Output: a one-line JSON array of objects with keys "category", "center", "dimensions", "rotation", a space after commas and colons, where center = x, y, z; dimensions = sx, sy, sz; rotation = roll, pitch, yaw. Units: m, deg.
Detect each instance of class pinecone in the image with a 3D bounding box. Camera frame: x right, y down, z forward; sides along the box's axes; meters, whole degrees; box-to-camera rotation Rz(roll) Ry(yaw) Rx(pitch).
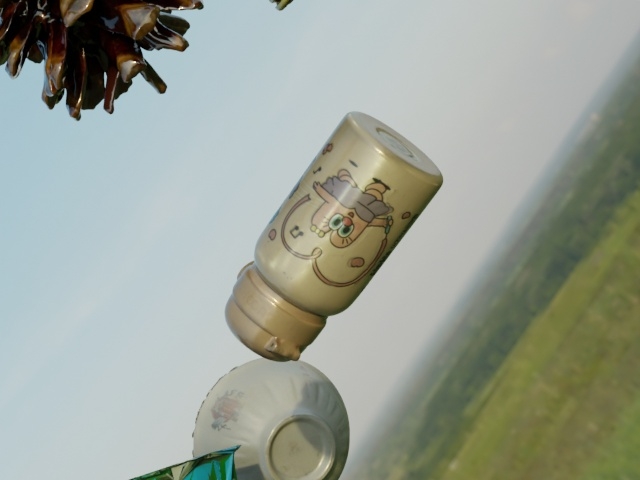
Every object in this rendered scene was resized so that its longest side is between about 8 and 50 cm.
[{"category": "pinecone", "center": [-0.215, -0.222, 1.468], "dimensions": [0.229, 0.201, 0.202], "rotation": [-11, -24, -48]}]

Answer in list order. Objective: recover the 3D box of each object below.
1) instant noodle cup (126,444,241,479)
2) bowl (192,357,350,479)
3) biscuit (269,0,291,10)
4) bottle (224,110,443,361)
[{"category": "instant noodle cup", "center": [-0.161, 0.315, 1.513], "dimensions": [0.240, 0.178, 0.240], "rotation": [-19, -8, -3]}, {"category": "bowl", "center": [-0.038, 0.222, 1.713], "dimensions": [0.189, 0.189, 0.086], "rotation": [-54, 20, -13]}, {"category": "biscuit", "center": [-0.021, -0.279, 1.681], "dimensions": [0.084, 0.023, 0.084], "rotation": [-44, 5, 5]}, {"category": "bottle", "center": [0.000, 0.000, 1.292], "dimensions": [0.209, 0.097, 0.110], "rotation": [-53, 36, 15]}]
